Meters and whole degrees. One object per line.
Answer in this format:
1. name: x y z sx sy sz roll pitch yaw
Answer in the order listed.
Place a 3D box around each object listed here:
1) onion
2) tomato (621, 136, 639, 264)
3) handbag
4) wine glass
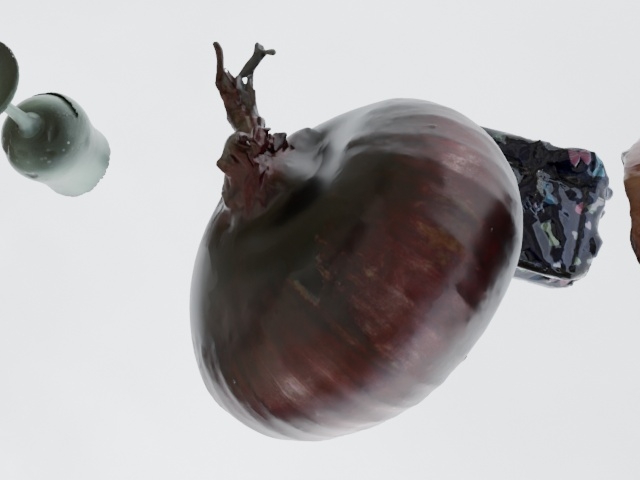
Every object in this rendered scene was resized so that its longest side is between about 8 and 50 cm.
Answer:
1. onion: 0.000 0.000 1.076 0.273 0.273 0.285 -33 -69 35
2. tomato: 0.337 0.018 1.034 0.170 0.309 0.309 -24 -107 24
3. handbag: 0.185 -0.046 1.681 0.260 0.113 0.162 13 -104 4
4. wine glass: -0.242 -0.098 1.284 0.079 0.195 0.079 -5 -108 14
